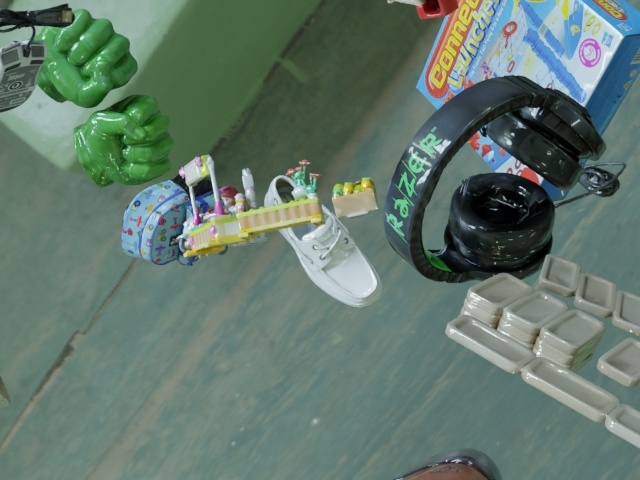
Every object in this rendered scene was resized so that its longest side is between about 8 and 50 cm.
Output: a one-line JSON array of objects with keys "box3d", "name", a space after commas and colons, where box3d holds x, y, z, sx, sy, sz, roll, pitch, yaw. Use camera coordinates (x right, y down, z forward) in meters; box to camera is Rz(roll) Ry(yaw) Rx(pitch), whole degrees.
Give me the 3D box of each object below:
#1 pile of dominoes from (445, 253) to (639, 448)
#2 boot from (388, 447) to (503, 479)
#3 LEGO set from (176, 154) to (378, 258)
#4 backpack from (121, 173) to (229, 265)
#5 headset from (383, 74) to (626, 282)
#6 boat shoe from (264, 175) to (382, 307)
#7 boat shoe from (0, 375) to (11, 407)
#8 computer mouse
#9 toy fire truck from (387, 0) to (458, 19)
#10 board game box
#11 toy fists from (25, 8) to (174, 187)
[{"box3d": [0.217, 0.097, 0.643, 0.251, 0.196, 0.040, 30, 119, 29], "name": "pile of dominoes"}, {"box3d": [0.002, 0.253, 0.640, 0.264, 0.280, 0.096, -26, 85, 17], "name": "boot"}, {"box3d": [-0.075, -0.054, 1.082, 0.287, 0.132, 0.107, -15, 84, 41], "name": "LEGO set"}, {"box3d": [-0.259, -0.028, 1.646, 0.117, 0.173, 0.158, 34, 126, 25], "name": "backpack"}, {"box3d": [0.222, -0.081, 1.121, 0.185, 0.394, 0.243, 44, 123, 39], "name": "headset"}, {"box3d": [0.000, 0.000, 1.627, 0.098, 0.096, 0.277, -40, 77, -16], "name": "boat shoe"}, {"box3d": [-0.371, 0.118, 0.898, 0.092, 0.285, 0.103, -35, 74, -20], "name": "boat shoe"}, {"box3d": [-0.361, -0.215, 1.103, 0.042, 0.106, 0.193, 58, 138, 8], "name": "computer mouse"}, {"box3d": [0.131, -0.345, 1.246, 0.192, 0.135, 0.047, 16, 139, 51], "name": "toy fire truck"}, {"box3d": [0.307, -0.264, 1.401, 0.302, 0.086, 0.308, 53, 140, 32], "name": "board game box"}, {"box3d": [-0.323, -0.207, 1.406, 0.142, 0.096, 0.279, -18, 111, 18], "name": "toy fists"}]
